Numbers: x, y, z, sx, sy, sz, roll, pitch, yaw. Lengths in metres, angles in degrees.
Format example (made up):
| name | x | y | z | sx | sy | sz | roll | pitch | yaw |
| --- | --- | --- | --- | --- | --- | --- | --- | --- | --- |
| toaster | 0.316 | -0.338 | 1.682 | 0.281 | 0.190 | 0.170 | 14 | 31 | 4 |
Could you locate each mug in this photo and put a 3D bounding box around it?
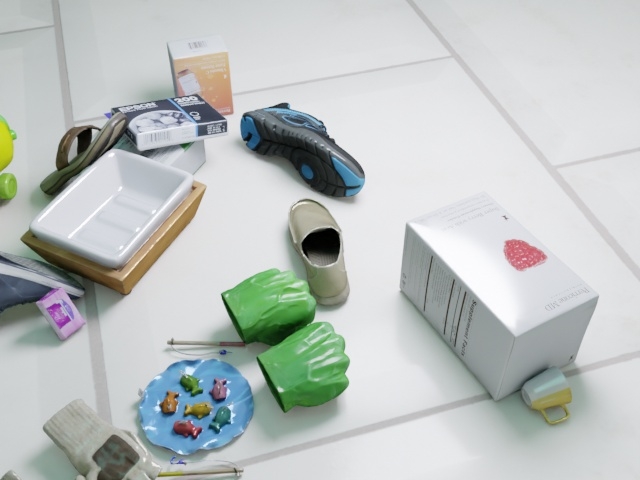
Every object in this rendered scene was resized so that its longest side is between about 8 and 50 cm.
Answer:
| name | x | y | z | sx | sy | sz | roll | pitch | yaw |
| --- | --- | --- | --- | --- | --- | --- | --- | --- | --- |
| mug | 0.362 | 0.246 | 1.218 | 0.064 | 0.062 | 0.078 | -19 | 40 | -7 |

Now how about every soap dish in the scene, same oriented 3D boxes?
| name | x | y | z | sx | sy | sz | roll | pitch | yaw |
| --- | --- | --- | --- | --- | --- | --- | --- | --- | --- |
| soap dish | -0.389 | -0.039 | 1.476 | 0.229 | 0.118 | 0.291 | 19 | 47 | 17 |

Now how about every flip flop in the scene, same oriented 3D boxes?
| name | x | y | z | sx | sy | sz | roll | pitch | yaw |
| --- | --- | --- | --- | --- | --- | --- | --- | --- | --- |
| flip flop | -0.498 | -0.184 | 1.555 | 0.277 | 0.080 | 0.112 | -27 | 18 | 36 |

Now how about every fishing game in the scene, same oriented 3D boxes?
| name | x | y | z | sx | sy | sz | roll | pitch | yaw |
| --- | --- | --- | --- | --- | --- | --- | --- | --- | --- |
| fishing game | -0.202 | 0.257 | 1.228 | 0.189 | 0.041 | 0.264 | 2 | 44 | -1 |

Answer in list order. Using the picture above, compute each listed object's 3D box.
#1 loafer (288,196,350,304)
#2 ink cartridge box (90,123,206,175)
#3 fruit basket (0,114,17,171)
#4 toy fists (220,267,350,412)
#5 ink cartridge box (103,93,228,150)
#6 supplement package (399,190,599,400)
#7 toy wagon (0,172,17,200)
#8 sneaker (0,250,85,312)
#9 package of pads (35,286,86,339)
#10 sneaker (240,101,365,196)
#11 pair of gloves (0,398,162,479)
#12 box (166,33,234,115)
| name | x | y | z | sx | sy | sz | roll | pitch | yaw |
| --- | --- | --- | --- | --- | --- | --- | --- | --- | --- |
| loafer | 0.000 | 0.000 | 1.452 | 0.102 | 0.092 | 0.268 | -11 | 45 | -10 |
| ink cartridge box | -0.379 | -0.191 | 1.658 | 0.208 | 0.087 | 0.153 | 18 | 47 | 18 |
| fruit basket | -0.742 | -0.121 | 1.394 | 0.392 | 0.283 | 0.392 | -4 | 72 | 11 |
| toy fists | -0.052 | 0.161 | 1.287 | 0.142 | 0.096 | 0.279 | -25 | 51 | -14 |
| ink cartridge box | -0.335 | -0.267 | 1.639 | 0.206 | 0.045 | 0.208 | -16 | 37 | -30 |
| supplement package | 0.291 | 0.086 | 1.299 | 0.178 | 0.175 | 0.293 | -21 | 48 | -21 |
| toy wagon | -0.774 | -0.099 | 1.585 | 0.267 | 0.068 | 0.344 | 2 | 44 | 2 |
| sneaker | -0.551 | 0.112 | 1.357 | 0.226 | 0.163 | 0.086 | 21 | 5 | -35 |
| package of pads | -0.455 | 0.128 | 1.336 | 0.032 | 0.083 | 0.050 | -5 | 29 | 48 |
| sneaker | -0.019 | -0.215 | 1.654 | 0.341 | 0.125 | 0.140 | 35 | 50 | 29 |
| pair of gloves | -0.366 | 0.368 | 1.112 | 0.204 | 0.042 | 0.240 | 27 | 57 | 21 |
| box | -0.281 | -0.382 | 1.794 | 0.130 | 0.170 | 0.091 | -13 | 43 | -12 |
